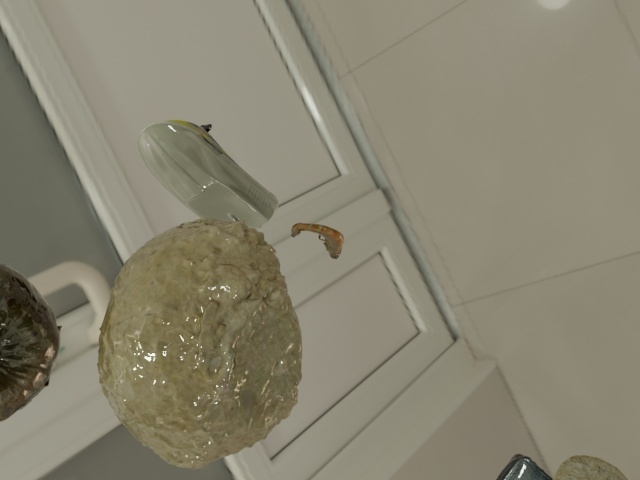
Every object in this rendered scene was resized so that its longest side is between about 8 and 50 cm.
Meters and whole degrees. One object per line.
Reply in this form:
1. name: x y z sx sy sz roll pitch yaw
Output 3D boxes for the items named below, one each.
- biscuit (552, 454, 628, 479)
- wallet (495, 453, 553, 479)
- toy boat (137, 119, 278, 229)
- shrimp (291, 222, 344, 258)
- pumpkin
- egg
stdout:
1. biscuit: 0.459 0.426 1.346 0.152 0.152 0.020 39 141 18
2. wallet: 0.386 0.501 1.424 0.222 0.036 0.167 37 87 7
3. toy boat: -0.200 -0.123 1.441 0.140 0.141 0.269 -20 118 43
4. shrimp: 0.000 0.000 1.329 0.090 0.025 0.127 9 158 17
5. pumpkin: -0.499 0.149 1.150 0.189 0.260 0.260 3 113 45
6. egg: -0.149 0.127 1.021 0.279 0.279 0.311 1 89 39
